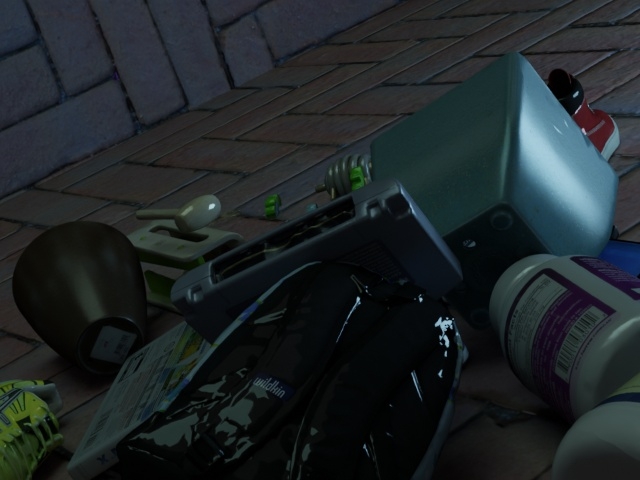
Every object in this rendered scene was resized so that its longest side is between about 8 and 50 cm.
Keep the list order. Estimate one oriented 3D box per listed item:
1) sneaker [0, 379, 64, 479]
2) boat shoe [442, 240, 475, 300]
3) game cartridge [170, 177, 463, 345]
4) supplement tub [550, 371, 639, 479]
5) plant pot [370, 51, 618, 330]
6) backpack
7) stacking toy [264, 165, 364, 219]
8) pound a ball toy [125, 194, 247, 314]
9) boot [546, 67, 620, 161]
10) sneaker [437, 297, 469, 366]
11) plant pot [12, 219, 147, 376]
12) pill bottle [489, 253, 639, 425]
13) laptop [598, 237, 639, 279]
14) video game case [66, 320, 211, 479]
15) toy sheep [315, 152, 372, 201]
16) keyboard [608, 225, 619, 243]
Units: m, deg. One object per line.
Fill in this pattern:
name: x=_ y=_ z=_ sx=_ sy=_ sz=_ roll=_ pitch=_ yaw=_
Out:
sneaker: x=-0.429 y=0.270 z=1.759 sx=0.147 sy=0.145 sz=0.385 roll=-22 pitch=20 yaw=-3
boat shoe: x=0.184 y=0.017 z=1.916 sx=0.301 sy=0.108 sz=0.102 roll=-40 pitch=-9 yaw=-18
game cartridge: x=0.003 y=0.053 z=1.500 sx=0.294 sy=0.196 sz=0.060 roll=-25 pitch=43 yaw=15
supplement tub: x=0.373 y=0.168 z=1.063 sx=0.325 sy=0.235 sz=0.235 roll=-31 pitch=21 yaw=-29
plant pot: x=0.216 y=-0.034 z=1.664 sx=0.247 sy=0.248 sz=0.252 roll=-31 pitch=25 yaw=27
backpack: x=0.001 y=0.177 z=1.353 sx=0.290 sy=0.273 sz=0.355 roll=21 pitch=56 yaw=11
stacking toy: x=0.000 y=0.000 z=2.056 sx=0.167 sy=0.052 sz=0.221 roll=-15 pitch=56 yaw=16
pound a ball toy: x=-0.211 y=0.005 z=2.176 sx=0.135 sy=0.208 sz=0.319 roll=-30 pitch=20 yaw=-26
boot: x=0.432 y=-0.221 z=2.196 sx=0.088 sy=0.176 sz=0.244 roll=-14 pitch=18 yaw=22
sneaker: x=0.064 y=0.106 z=1.734 sx=0.283 sy=0.124 sz=0.107 roll=-3 pitch=24 yaw=41
plant pot: x=-0.360 y=0.112 z=2.084 sx=0.215 sy=0.215 sz=0.230 roll=-24 pitch=33 yaw=-12
pill bottle: x=0.295 y=0.111 z=1.412 sx=0.169 sy=0.169 sz=0.301 roll=-23 pitch=19 yaw=-8
laptop: x=0.373 y=0.005 z=1.655 sx=0.234 sy=0.136 sz=0.264 roll=-40 pitch=-18 yaw=-40
video game case: x=-0.188 y=0.175 z=1.818 sx=0.300 sy=0.036 sz=0.329 roll=-33 pitch=14 yaw=18
toy sheep: x=0.050 y=-0.097 z=2.137 sx=0.132 sy=0.091 sz=0.091 roll=-12 pitch=20 yaw=19
keyboard: x=0.363 y=-0.003 z=1.898 sx=0.100 sy=0.038 sz=0.192 roll=-51 pitch=29 yaw=-13
